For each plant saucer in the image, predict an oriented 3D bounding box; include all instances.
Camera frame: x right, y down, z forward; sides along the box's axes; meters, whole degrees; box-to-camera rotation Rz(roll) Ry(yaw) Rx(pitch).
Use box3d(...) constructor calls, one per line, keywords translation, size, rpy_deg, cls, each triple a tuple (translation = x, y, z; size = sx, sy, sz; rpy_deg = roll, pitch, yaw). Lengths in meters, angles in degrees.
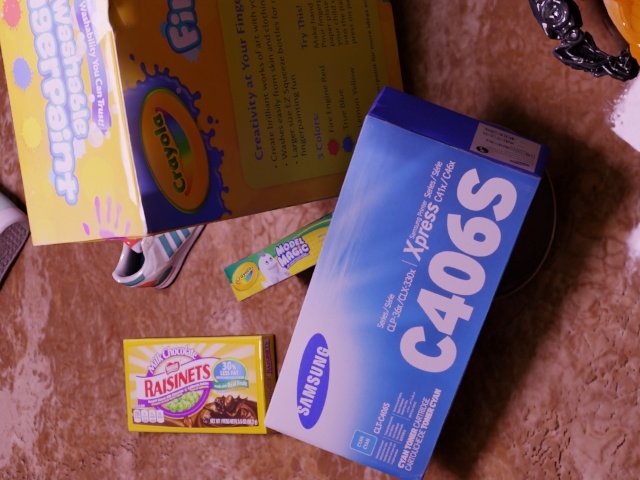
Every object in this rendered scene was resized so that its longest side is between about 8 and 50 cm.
box3d(translation=(0.156, -0.028, 1.681), size=(0.168, 0.029, 0.168), rpy_deg=(4, 96, 39), cls="plant saucer")

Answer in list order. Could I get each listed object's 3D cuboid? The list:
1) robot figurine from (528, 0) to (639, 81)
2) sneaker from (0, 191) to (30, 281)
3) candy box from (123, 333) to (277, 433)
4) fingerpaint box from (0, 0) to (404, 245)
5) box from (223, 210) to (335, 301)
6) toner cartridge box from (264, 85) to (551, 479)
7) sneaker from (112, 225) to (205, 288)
box3d(translation=(0.311, -0.210, 1.510), size=(0.291, 0.085, 0.211), rpy_deg=(39, 115, 30), cls="robot figurine")
box3d(translation=(-0.463, 0.025, 2.144), size=(0.151, 0.094, 0.256), rpy_deg=(43, 108, 22), cls="sneaker")
box3d(translation=(-0.132, 0.155, 1.927), size=(0.206, 0.027, 0.105), rpy_deg=(-5, 86, 39), cls="candy box")
box3d(translation=(-0.114, -0.242, 1.639), size=(0.163, 0.371, 0.445), rpy_deg=(-5, 96, 42), cls="fingerpaint box")
box3d(translation=(0.000, 0.000, 1.759), size=(0.179, 0.105, 0.043), rpy_deg=(-24, 92, 36), cls="box")
box3d(translation=(0.076, 0.047, 1.643), size=(0.165, 0.075, 0.348), rpy_deg=(21, 119, 6), cls="toner cartridge box")
box3d(translation=(-0.174, -0.015, 1.920), size=(0.057, 0.075, 0.161), rpy_deg=(41, 117, 30), cls="sneaker")
